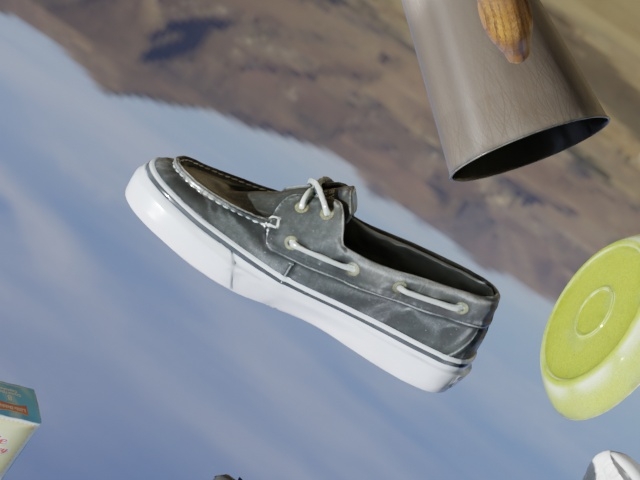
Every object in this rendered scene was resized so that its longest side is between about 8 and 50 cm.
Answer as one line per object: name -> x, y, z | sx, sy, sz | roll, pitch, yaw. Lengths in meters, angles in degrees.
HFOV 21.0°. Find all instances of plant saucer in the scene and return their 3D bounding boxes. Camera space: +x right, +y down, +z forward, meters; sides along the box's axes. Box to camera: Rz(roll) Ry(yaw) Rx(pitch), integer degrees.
plant saucer -> 0.322, 0.089, 1.956 | 0.037, 0.241, 0.241 | 30, -174, -20

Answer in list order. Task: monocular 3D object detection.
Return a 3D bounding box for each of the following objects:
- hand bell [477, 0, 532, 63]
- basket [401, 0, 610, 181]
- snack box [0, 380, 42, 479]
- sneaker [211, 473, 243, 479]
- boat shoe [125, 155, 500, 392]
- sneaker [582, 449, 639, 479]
hand bell -> 0.122, -0.218, 1.264 | 0.126, 0.126, 0.242 | 39, 165, 39
basket -> 0.181, -0.198, 1.850 | 0.204, 0.154, 0.227 | -16, -102, -37
snack box -> -0.475, 0.201, 1.791 | 0.322, 0.187, 0.060 | 19, -149, -35
sneaker -> -0.062, 0.243, 1.365 | 0.084, 0.058, 0.152 | 26, 143, 26
boat shoe -> 0.000, 0.000, 1.477 | 0.335, 0.119, 0.121 | 28, -158, -5
sneaker -> 0.319, 0.285, 1.527 | 0.235, 0.094, 0.090 | 60, 149, 13
